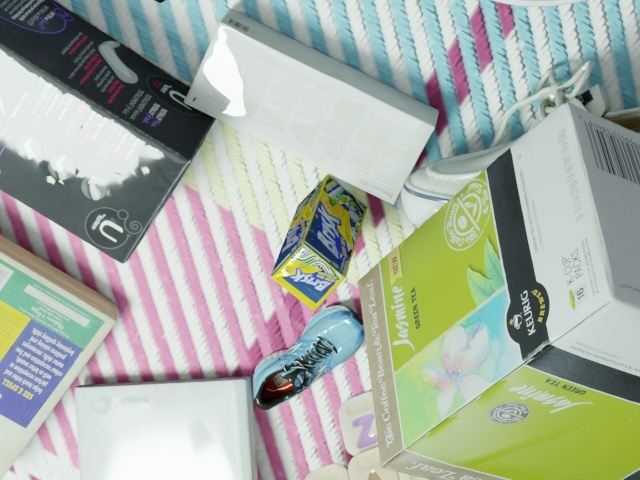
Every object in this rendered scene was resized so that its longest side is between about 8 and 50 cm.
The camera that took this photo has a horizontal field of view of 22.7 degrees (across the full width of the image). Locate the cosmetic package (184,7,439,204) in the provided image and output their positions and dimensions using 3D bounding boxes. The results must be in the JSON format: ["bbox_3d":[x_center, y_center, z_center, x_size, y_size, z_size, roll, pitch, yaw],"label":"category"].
[{"bbox_3d":[-0.008,-0.137,1.623,0.239,0.060,0.099,26,114,-3],"label":"cosmetic package"}]

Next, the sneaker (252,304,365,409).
[{"bbox_3d":[-0.012,0.136,1.743,0.063,0.073,0.162,43,114,-11],"label":"sneaker"}]

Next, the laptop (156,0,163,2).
[{"bbox_3d":[-0.158,-0.407,1.549,0.234,0.137,0.264,-32,132,22],"label":"laptop"}]

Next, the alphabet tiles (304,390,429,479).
[{"bbox_3d":[0.117,0.269,1.701,0.284,0.278,0.021,-23,150,18],"label":"alphabet tiles"}]

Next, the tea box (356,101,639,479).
[{"bbox_3d":[0.262,0.086,1.489,0.329,0.220,0.323,18,137,-31],"label":"tea box"}]

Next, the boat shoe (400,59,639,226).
[{"bbox_3d":[0.255,-0.104,1.556,0.367,0.136,0.156,-5,114,8],"label":"boat shoe"}]

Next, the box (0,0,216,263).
[{"bbox_3d":[-0.261,-0.127,1.610,0.270,0.165,0.143,32,115,-6],"label":"box"}]

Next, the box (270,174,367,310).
[{"bbox_3d":[0.000,0.000,1.625,0.059,0.169,0.054,39,115,-10],"label":"box"}]

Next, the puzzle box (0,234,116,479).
[{"bbox_3d":[-0.463,0.081,1.736,0.409,0.052,0.272,33,103,-18],"label":"puzzle box"}]

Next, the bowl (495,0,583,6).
[{"bbox_3d":[0.198,-0.382,1.419,0.311,0.163,0.312,4,116,8],"label":"bowl"}]

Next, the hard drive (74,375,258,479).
[{"bbox_3d":[-0.169,0.313,1.803,0.203,0.040,0.308,-4,90,11],"label":"hard drive"}]
